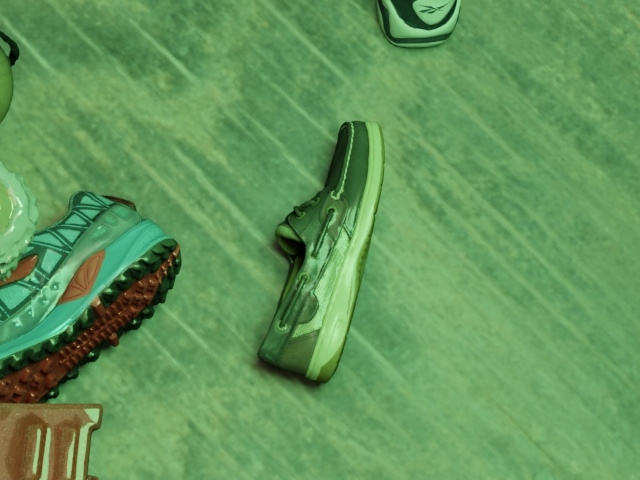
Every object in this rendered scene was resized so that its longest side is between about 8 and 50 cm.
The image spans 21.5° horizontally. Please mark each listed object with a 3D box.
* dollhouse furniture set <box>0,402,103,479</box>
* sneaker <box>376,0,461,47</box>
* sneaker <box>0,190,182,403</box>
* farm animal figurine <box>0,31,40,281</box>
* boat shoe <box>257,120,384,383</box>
[{"bbox_3d":[-0.243,0.309,1.142,0.152,0.201,0.374,6,69,-6],"label":"dollhouse furniture set"},{"bbox_3d":[0.077,-0.298,1.436,0.094,0.153,0.235,-2,71,-11],"label":"sneaker"},{"bbox_3d":[-0.238,0.059,1.305,0.262,0.104,0.125,-37,62,-23],"label":"sneaker"},{"bbox_3d":[-0.355,-0.076,1.276,0.326,0.172,0.330,-26,71,27],"label":"farm animal figurine"},{"bbox_3d":[0.000,0.001,1.355,0.073,0.080,0.224,14,73,-9],"label":"boat shoe"}]
